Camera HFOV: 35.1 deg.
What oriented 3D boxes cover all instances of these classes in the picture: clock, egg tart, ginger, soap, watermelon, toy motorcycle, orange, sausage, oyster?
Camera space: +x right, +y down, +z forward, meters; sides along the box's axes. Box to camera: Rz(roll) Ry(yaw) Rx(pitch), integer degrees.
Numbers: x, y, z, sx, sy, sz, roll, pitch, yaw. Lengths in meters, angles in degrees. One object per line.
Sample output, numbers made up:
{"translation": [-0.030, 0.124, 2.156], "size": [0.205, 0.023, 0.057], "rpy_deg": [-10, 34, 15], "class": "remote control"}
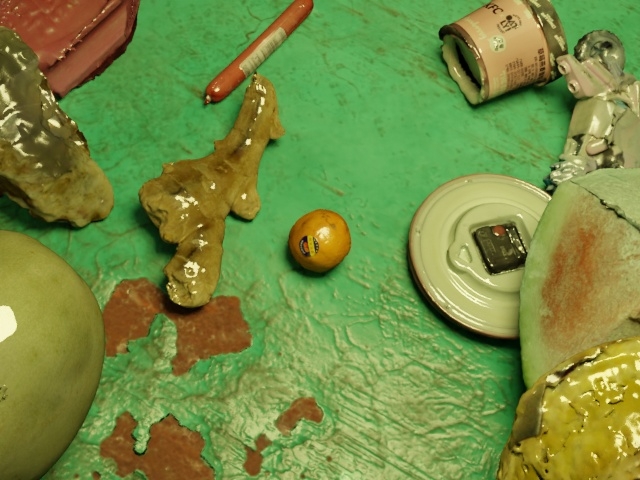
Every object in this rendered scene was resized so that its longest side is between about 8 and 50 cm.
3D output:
{"translation": [0.234, 0.017, 1.328], "size": [0.244, 0.056, 0.244], "rpy_deg": [2, 63, -5], "class": "clock"}
{"translation": [0.347, 0.271, 1.088], "size": [0.341, 0.132, 0.341], "rpy_deg": [-1, 103, -6], "class": "egg tart"}
{"translation": [-0.138, -0.072, 1.313], "size": [0.148, 0.081, 0.334], "rpy_deg": [29, 64, 3], "class": "ginger"}
{"translation": [-0.364, -0.313, 1.397], "size": [0.182, 0.112, 0.289], "rpy_deg": [35, 65, 14], "class": "soap"}
{"translation": [0.388, 0.069, 1.181], "size": [0.228, 0.258, 0.387], "rpy_deg": [27, 71, -32], "class": "watermelon"}
{"translation": [0.376, -0.146, 1.385], "size": [0.204, 0.108, 0.239], "rpy_deg": [-35, 88, -15], "class": "toy motorcycle"}
{"translation": [0.000, 0.000, 1.294], "size": [0.083, 0.083, 0.084], "rpy_deg": [3, 62, -6], "class": "orange"}
{"translation": [-0.086, -0.276, 1.453], "size": [0.034, 0.034, 0.253], "rpy_deg": [36, 64, 12], "class": "sausage"}
{"translation": [-0.390, -0.158, 1.253], "size": [0.166, 0.110, 0.341], "rpy_deg": [-30, 97, -32], "class": "oyster"}

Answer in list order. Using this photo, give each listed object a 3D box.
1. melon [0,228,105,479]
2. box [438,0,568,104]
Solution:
{"translation": [-0.379, 0.147, 1.066], "size": [0.268, 0.268, 0.330], "rpy_deg": [34, 73, 11], "class": "melon"}
{"translation": [0.253, -0.273, 1.435], "size": [0.135, 0.151, 0.151], "rpy_deg": [-25, 68, -8], "class": "box"}
